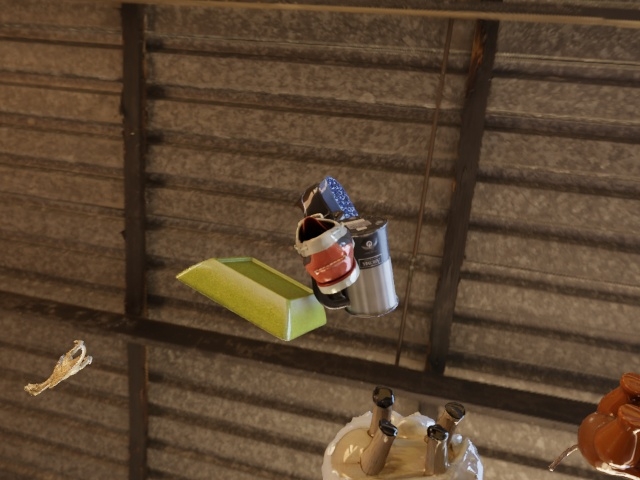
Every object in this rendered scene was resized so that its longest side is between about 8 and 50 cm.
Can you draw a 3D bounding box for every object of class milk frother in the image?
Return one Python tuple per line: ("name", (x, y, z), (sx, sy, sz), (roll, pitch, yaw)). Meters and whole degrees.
("milk frother", (0.046, 0.029, 0.843), (0.129, 0.143, 0.134), (-7, -70, 6))

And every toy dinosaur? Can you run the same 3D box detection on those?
("toy dinosaur", (-0.455, 0.229, 0.994), (0.183, 0.092, 0.053), (-35, -74, 20))

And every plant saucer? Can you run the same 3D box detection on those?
("plant saucer", (-0.088, 0.073, 0.821), (0.189, 0.188, 0.045), (28, -82, 16))

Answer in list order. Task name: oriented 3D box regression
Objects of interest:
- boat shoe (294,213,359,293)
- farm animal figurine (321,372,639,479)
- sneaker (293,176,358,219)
("boat shoe", (0.000, 0.000, 0.441), (0.049, 0.137, 0.043), (-29, -74, 3))
("farm animal figurine", (0.165, 0.250, 0.297), (0.327, 0.330, 0.172), (2, -56, -3))
("sneaker", (0.034, 0.006, 0.951), (0.090, 0.081, 0.232), (-33, -108, 27))
